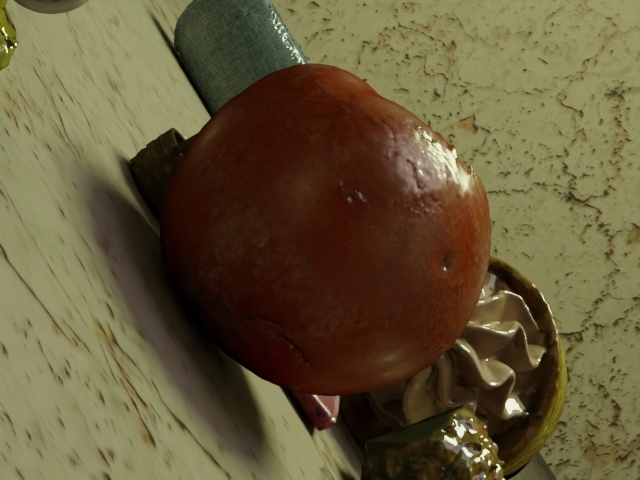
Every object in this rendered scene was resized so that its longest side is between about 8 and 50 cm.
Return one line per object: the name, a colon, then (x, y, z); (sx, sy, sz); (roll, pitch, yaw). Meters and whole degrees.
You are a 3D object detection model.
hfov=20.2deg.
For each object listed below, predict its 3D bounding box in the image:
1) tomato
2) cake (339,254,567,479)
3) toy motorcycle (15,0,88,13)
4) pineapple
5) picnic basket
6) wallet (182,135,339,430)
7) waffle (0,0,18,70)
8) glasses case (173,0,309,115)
tomato: (0.000, 0.000, 1.120); (0.208, 0.184, 0.208); (42, -9, 8)
cake: (0.099, 0.108, 1.453); (0.185, 0.208, 0.178); (29, 3, 18)
toy motorcycle: (-0.204, -0.254, 1.076); (0.254, 0.112, 0.112); (56, 6, -18)
pineapple: (0.104, 0.224, 1.311); (0.108, 0.108, 0.198); (0, 68, -83)
picnic basket: (-0.079, -0.050, 1.210); (0.072, 0.083, 0.072); (58, 5, -8)
wallet: (-0.052, 0.030, 1.323); (0.232, 0.025, 0.119); (58, 5, -6)
waffle: (-0.230, -0.205, 0.873); (0.280, 0.060, 0.262); (56, 3, -38)
glasses case: (-0.042, -0.124, 1.776); (0.282, 0.109, 0.067); (58, 9, -2)
